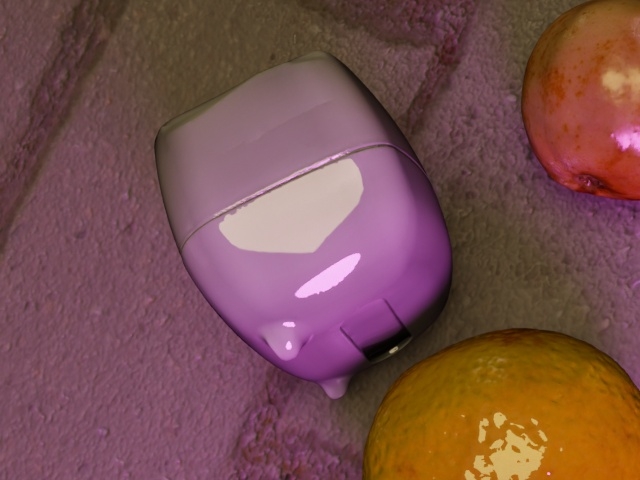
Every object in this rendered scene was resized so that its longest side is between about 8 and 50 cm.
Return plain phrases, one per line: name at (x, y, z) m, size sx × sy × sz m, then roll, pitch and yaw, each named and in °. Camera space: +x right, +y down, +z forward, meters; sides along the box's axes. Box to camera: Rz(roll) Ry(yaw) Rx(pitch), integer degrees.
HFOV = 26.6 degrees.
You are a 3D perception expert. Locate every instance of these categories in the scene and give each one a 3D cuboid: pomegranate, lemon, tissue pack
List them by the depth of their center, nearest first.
lemon at (0.167, 0.200, 1.208) m, size 0.267 × 0.267 × 0.267 m, roll -3°, pitch 75°, yaw 12°
tissue pack at (0.000, 0.000, 1.250) m, size 0.229 × 0.333 × 0.236 m, roll -27°, pitch 71°, yaw 4°
pomegranate at (0.294, -0.136, 1.300) m, size 0.207 × 0.207 × 0.207 m, roll -3°, pitch 75°, yaw 12°
